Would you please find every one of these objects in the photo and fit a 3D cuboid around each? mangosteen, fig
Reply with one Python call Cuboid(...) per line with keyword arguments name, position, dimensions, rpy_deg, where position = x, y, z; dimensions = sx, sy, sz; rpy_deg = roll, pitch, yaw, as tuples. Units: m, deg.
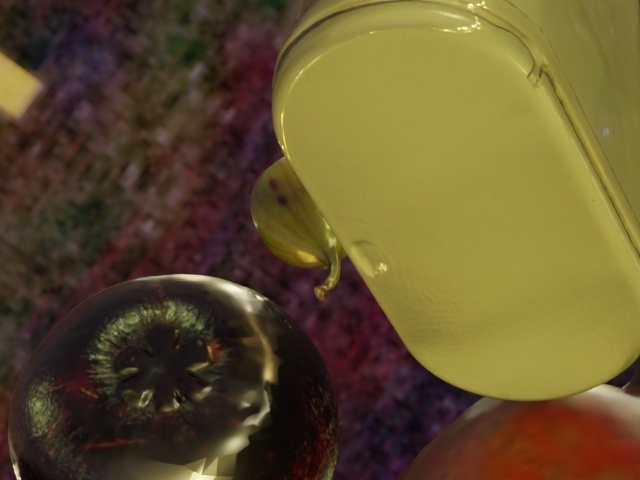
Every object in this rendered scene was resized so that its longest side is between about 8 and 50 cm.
Cuboid(name="mangosteen", position=(-0.123, 0.180, 1.701), dimensions=(0.300, 0.300, 0.300), rpy_deg=(-49, 16, 19))
Cuboid(name="fig", position=(-0.010, 0.005, 1.504), dimensions=(0.093, 0.093, 0.166), rpy_deg=(-41, 38, 39))

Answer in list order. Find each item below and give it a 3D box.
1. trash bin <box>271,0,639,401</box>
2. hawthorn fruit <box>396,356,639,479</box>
Cuboid(name="trash bin", position=(0.080, -0.089, 0.891), dimensions=(0.121, 0.243, 0.247), rpy_deg=(-14, 41, 23))
Cuboid(name="hawthorn fruit", position=(0.135, 0.220, 0.941), dimensions=(0.308, 0.308, 0.325), rpy_deg=(-36, 12, 49))
